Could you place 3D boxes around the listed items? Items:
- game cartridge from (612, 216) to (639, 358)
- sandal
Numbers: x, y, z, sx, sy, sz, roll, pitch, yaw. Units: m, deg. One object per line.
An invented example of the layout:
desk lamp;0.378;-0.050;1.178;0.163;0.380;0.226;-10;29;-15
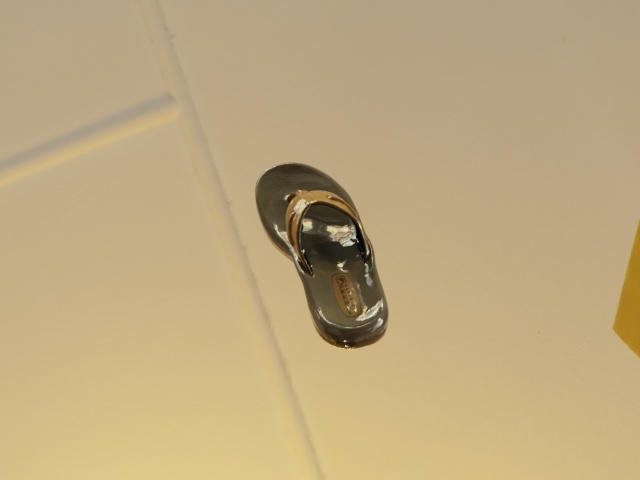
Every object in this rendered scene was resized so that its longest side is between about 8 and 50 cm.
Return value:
game cartridge;0.454;0.071;1.161;0.052;0.324;0.285;-17;-136;-20
sandal;0.000;0.000;0.939;0.089;0.060;0.219;-15;-131;-6
